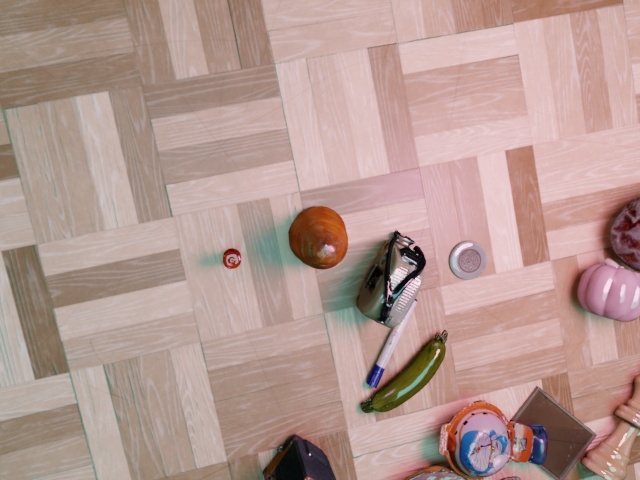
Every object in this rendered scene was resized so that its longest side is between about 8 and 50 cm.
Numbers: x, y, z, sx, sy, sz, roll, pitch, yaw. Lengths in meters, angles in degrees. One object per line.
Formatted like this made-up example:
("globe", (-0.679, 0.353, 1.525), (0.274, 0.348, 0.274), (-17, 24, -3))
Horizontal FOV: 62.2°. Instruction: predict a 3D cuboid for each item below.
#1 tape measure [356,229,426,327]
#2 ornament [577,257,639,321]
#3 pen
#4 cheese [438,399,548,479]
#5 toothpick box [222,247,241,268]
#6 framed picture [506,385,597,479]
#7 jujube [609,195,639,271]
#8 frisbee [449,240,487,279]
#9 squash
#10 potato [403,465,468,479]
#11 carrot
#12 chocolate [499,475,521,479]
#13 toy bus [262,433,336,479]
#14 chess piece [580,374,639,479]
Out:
("tape measure", (0.181, 0.093, 1.347), (0.115, 0.207, 0.235), (27, 92, -7))
("ornament", (0.804, 0.134, 1.454), (0.177, 0.177, 0.178), (-1, 94, -8))
("pen", (0.196, 0.277, 1.447), (0.033, 0.033, 0.269), (26, 90, -9))
("cheese", (0.474, 0.551, 1.457), (0.329, 0.129, 0.217), (10, 86, -14))
("toothpick box", (-0.223, 0.046, 1.342), (0.047, 0.083, 0.047), (-1, 94, -10))
("framed picture", (0.665, 0.566, 1.546), (0.250, 0.016, 0.184), (38, 88, -10))
("jujube", (0.944, -0.016, 1.429), (0.308, 0.246, 0.215), (-2, 126, 0))
("frisbee", (0.410, 0.055, 1.470), (0.110, 0.014, 0.110), (-1, 95, -9))
("squash", (0.246, 0.374, 1.444), (0.318, 0.080, 0.071), (-42, 137, -2))
("potato", (0.320, 0.682, 1.464), (0.243, 0.098, 0.138), (26, 87, -3))
("carrot", (0.000, 0.000, 1.306), (0.159, 0.225, 0.159), (0, 97, -4))
("chocolate", (0.540, 0.777, 1.466), (0.148, 0.093, 0.214), (21, 53, 1))
("toy bus", (-0.048, 0.615, 1.317), (0.138, 0.275, 0.167), (37, 85, -9))
("chess piece", (0.904, 0.509, 1.531), (0.117, 0.117, 0.397), (32, 88, -9))
